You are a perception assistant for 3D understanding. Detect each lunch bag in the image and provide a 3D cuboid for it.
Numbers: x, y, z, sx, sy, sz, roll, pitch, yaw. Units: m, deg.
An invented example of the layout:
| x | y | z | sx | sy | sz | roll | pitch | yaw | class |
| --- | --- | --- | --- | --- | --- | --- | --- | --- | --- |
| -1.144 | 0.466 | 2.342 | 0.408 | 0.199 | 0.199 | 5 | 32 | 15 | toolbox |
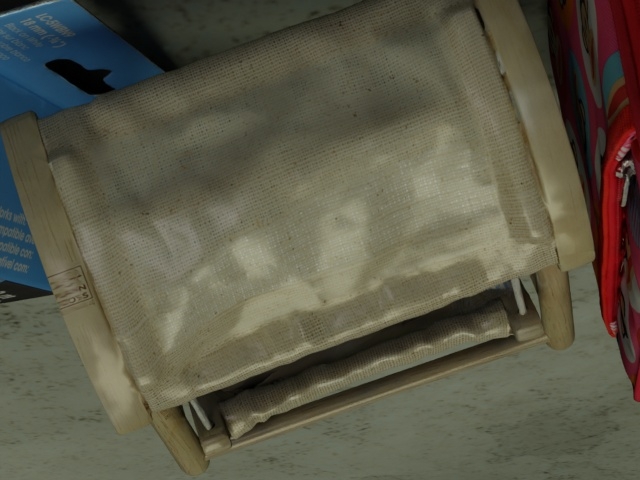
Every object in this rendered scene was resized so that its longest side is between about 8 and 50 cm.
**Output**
| x | y | z | sx | sy | sz | roll | pitch | yaw | class |
| --- | --- | --- | --- | --- | --- | --- | --- | --- | --- |
| 0.188 | -0.039 | 0.740 | 0.120 | 0.258 | 0.293 | -10 | 155 | 6 | lunch bag |

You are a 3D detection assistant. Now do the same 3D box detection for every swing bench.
| x | y | z | sx | sy | sz | roll | pitch | yaw | class |
| --- | --- | --- | --- | --- | --- | --- | --- | --- | --- |
| 0.000 | 0.000 | 0.814 | 0.253 | 0.165 | 0.255 | -20 | 165 | 1 | swing bench |

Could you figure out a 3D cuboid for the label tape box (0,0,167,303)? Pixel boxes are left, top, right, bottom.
| x | y | z | sx | sy | sz | roll | pitch | yaw | class |
| --- | --- | --- | --- | --- | --- | --- | --- | --- | --- |
| -0.246 | -0.021 | 0.839 | 0.333 | 0.106 | 0.240 | -10 | 170 | 11 | label tape box |
